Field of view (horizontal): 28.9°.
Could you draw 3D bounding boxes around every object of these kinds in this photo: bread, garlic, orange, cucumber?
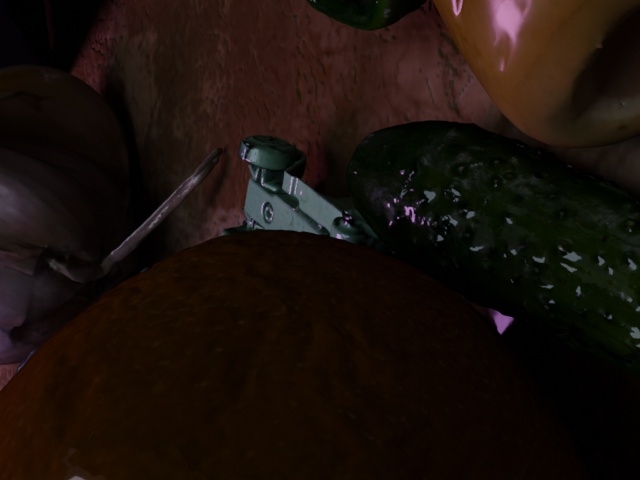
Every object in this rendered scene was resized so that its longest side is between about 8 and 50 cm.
[{"bbox_3d":[0.063,-0.183,0.483,0.142,0.091,0.305,-57,45,49],"label":"bread"},{"bbox_3d":[-0.198,-0.033,0.804,0.256,0.207,0.207,-20,74,48],"label":"garlic"},{"bbox_3d":[-0.014,0.133,0.474,0.264,0.264,0.264,4,95,57],"label":"orange"},{"bbox_3d":[0.088,0.001,0.474,0.227,0.069,0.069,31,117,49],"label":"cucumber"}]

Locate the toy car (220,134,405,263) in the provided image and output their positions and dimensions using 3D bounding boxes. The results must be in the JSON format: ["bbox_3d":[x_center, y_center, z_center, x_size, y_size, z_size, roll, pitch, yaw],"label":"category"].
[{"bbox_3d":[0.000,0.000,0.620,0.143,0.054,0.073,39,125,52],"label":"toy car"}]

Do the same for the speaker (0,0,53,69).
[{"bbox_3d":[-0.329,-0.207,0.908,0.254,0.232,0.184,88,172,-77],"label":"speaker"}]

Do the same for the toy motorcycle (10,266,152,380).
[{"bbox_3d":[-0.100,0.141,0.715,0.206,0.154,0.260,-38,53,25],"label":"toy motorcycle"}]

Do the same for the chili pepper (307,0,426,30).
[{"bbox_3d":[-0.015,-0.187,0.623,0.257,0.074,0.100,52,141,36],"label":"chili pepper"}]
